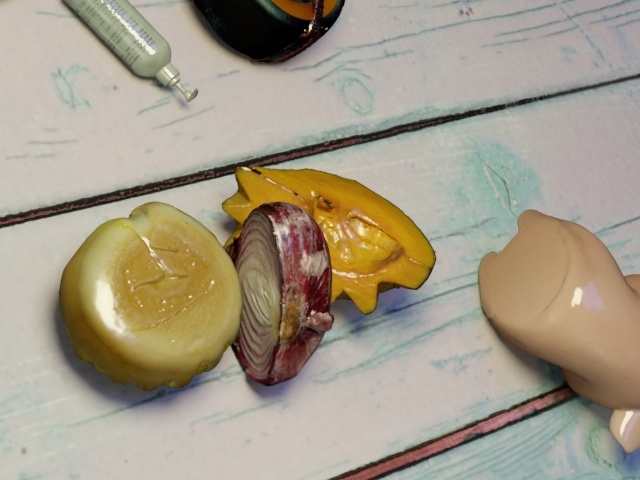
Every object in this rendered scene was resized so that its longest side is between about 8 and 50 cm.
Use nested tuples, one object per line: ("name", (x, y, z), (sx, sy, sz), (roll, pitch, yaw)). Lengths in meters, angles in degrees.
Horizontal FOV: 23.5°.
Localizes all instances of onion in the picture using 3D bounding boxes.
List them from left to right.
("onion", (-0.039, 0.051, 1.716), (0.098, 0.206, 0.151), (-7, 29, -30))

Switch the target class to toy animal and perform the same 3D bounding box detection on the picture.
("toy animal", (0.338, 0.105, 1.923), (0.256, 0.195, 0.213), (31, 14, -20))

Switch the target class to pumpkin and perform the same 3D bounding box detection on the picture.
("pumpkin", (0.000, 0.000, 1.820), (0.254, 0.130, 0.149), (26, 21, -3))

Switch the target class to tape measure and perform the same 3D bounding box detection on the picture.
("tape measure", (-0.068, -0.335, 1.918), (0.202, 0.135, 0.223), (-21, 84, -47))

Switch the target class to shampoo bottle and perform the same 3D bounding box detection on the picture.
("shampoo bottle", (-0.220, -0.236, 1.822), (0.195, 0.056, 0.056), (47, 51, -4))

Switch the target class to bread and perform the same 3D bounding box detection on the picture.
("bread", (-0.182, 0.066, 1.655), (0.213, 0.104, 0.213), (17, 57, -28))
